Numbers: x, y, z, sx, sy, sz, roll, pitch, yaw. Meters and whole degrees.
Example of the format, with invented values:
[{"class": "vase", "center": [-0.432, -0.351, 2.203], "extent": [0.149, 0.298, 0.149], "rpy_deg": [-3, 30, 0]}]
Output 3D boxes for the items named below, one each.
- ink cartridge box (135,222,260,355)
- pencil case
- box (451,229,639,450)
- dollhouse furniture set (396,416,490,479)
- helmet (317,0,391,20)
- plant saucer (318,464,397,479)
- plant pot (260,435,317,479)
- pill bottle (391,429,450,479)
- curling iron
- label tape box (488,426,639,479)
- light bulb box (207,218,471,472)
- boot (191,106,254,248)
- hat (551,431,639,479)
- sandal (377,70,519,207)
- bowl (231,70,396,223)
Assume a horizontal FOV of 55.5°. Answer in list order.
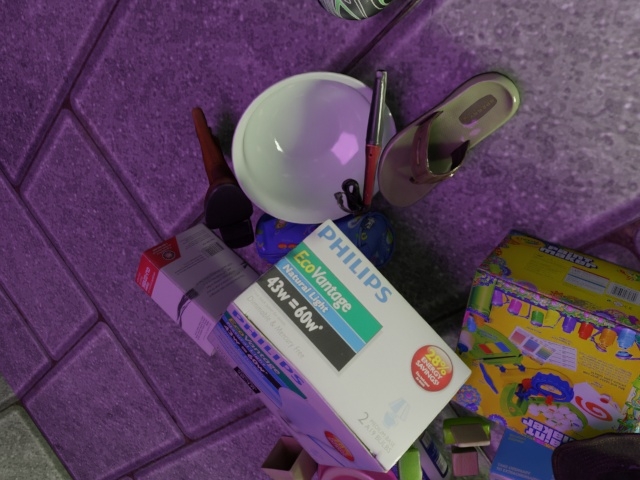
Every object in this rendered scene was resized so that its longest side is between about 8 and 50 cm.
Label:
[{"class": "ink cartridge box", "center": [-0.273, 0.112, 1.458], "extent": [0.273, 0.197, 0.114], "rpy_deg": [41, 131, 15]}, {"class": "pencil case", "center": [0.000, 0.000, 1.244], "extent": [0.306, 0.133, 0.119], "rpy_deg": [1, 118, 37]}, {"class": "box", "center": [0.394, 0.177, 1.007], "extent": [0.290, 0.177, 0.279], "rpy_deg": [23, 124, 26]}, {"class": "dollhouse furniture set", "center": [0.256, 0.524, 1.204], "extent": [0.198, 0.151, 0.301], "rpy_deg": [-5, 94, 3]}, {"class": "helmet", "center": [0.054, -0.440, 0.968], "extent": [0.170, 0.161, 0.169], "rpy_deg": [16, 120, 30]}, {"class": "plant saucer", "center": [0.122, 0.640, 1.498], "extent": [0.332, 0.084, 0.332], "rpy_deg": [16, 120, 31]}, {"class": "plant pot", "center": [-0.072, 0.596, 1.613], "extent": [0.109, 0.109, 0.096], "rpy_deg": [-10, 117, 39]}, {"class": "pill bottle", "center": [0.219, 0.502, 1.338], "extent": [0.112, 0.112, 0.186], "rpy_deg": [-30, 92, 42]}, {"class": "curling iron", "center": [0.079, -0.161, 1.062], "extent": [0.035, 0.068, 0.274], "rpy_deg": [-110, 27, -54]}, {"class": "label tape box", "center": [0.439, 0.488, 1.125], "extent": [0.241, 0.106, 0.333], "rpy_deg": [6, 102, 35]}, {"class": "light bulb box", "center": [0.008, 0.206, 1.104], "extent": [0.358, 0.225, 0.361], "rpy_deg": [47, 156, 3]}, {"class": "boot", "center": [-0.203, -0.153, 1.232], "extent": [0.096, 0.264, 0.280], "rpy_deg": [-18, 71, 2]}, {"class": "hat", "center": [0.481, 0.424, 0.872], "extent": [0.331, 0.134, 0.331], "rpy_deg": [22, 142, 18]}, {"class": "sandal", "center": [0.199, -0.160, 1.024], "extent": [0.120, 0.086, 0.303], "rpy_deg": [33, 131, -14]}, {"class": "bowl", "center": [-0.019, -0.187, 1.125], "extent": [0.298, 0.134, 0.297], "rpy_deg": [-6, 124, -9]}]
